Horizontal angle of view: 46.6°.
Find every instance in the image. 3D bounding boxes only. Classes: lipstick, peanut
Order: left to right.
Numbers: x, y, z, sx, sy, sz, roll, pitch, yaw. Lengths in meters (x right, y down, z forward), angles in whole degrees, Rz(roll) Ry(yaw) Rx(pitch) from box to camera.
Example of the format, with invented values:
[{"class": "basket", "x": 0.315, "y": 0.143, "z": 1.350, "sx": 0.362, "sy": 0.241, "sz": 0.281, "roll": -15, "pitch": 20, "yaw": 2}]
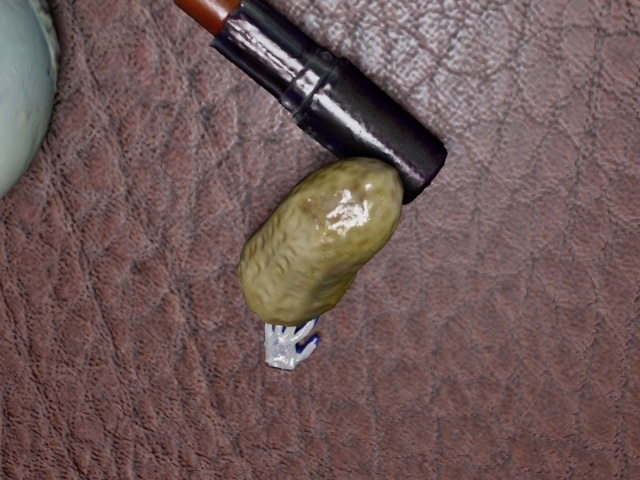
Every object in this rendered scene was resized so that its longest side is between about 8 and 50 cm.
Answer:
[{"class": "lipstick", "x": -0.009, "y": -0.149, "z": 0.703, "sx": 0.300, "sy": 0.081, "sz": 0.081, "roll": 39, "pitch": 110, "yaw": -8}, {"class": "peanut", "x": 0.000, "y": 0.000, "z": 0.719, "sx": 0.120, "sy": 0.110, "sz": 0.236, "roll": 14, "pitch": 140, "yaw": -27}]

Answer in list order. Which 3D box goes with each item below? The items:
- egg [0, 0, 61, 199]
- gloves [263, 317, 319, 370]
[{"class": "egg", "x": -0.445, "y": -0.121, "z": 0.606, "sx": 0.355, "sy": 0.339, "sz": 0.354, "roll": 6, "pitch": 121, "yaw": 10}, {"class": "gloves", "x": -0.032, "y": 0.105, "z": 0.829, "sx": 0.064, "sy": 0.026, "sz": 0.086, "roll": 8, "pitch": 106, "yaw": 3}]
